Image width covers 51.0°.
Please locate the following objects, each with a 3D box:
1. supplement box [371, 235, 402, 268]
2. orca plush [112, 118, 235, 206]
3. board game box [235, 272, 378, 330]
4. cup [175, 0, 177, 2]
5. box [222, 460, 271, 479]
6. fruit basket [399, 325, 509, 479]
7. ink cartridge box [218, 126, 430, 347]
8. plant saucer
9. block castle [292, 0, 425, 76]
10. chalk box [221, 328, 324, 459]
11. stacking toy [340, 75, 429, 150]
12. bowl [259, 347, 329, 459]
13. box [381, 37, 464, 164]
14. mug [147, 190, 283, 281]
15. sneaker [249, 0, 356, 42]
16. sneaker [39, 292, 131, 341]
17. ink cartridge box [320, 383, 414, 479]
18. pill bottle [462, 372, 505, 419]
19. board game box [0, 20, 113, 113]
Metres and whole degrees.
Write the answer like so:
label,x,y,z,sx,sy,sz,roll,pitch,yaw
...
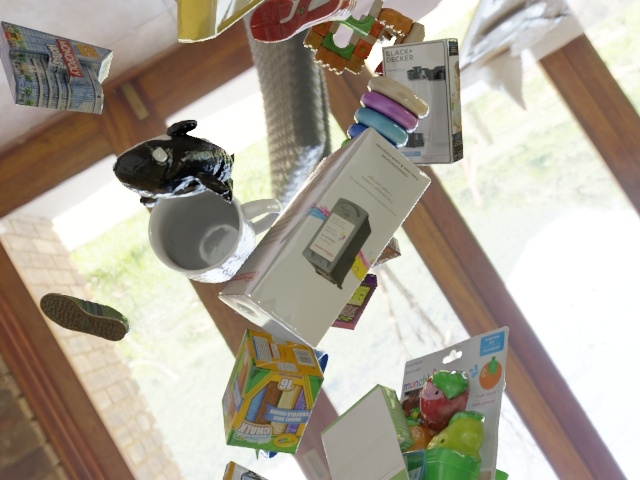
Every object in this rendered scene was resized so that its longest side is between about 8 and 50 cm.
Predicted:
label,x,y,z,sx,sy,sz,roll,pitch,yaw
supplement box,0.165,0.007,2.298,0.130,0.073,0.239,-25,146,25
orca plush,-0.185,-0.084,1.019,0.151,0.102,0.287,-52,164,3
board game box,-0.041,0.145,1.826,0.347,0.056,0.208,11,129,-14
cup,-0.325,-0.766,1.750,0.331,0.237,0.331,-59,-179,2
box,-0.156,0.554,1.486,0.028,0.136,0.081,-42,-157,35
fruit basket,0.214,0.352,1.250,0.166,0.353,0.327,21,151,-22
ink cartridge box,0.000,0.000,1.030,0.306,0.131,0.226,-55,-168,-14
plant saucer,-0.195,-0.641,1.593,0.333,0.081,0.333,-45,171,-25
block castle,0.079,-0.646,2.094,0.212,0.453,0.303,-63,-171,5
chalk box,-0.134,0.395,1.641,0.180,0.179,0.288,-120,-132,-64
stacking toy,0.087,-0.167,1.395,0.330,0.141,0.141,-60,173,5
bowl,-0.098,0.520,2.188,0.391,0.077,0.391,-57,164,-25
box,0.245,-0.329,1.610,0.169,0.289,0.087,4,-164,30
mug,-0.286,-0.027,2.022,0.374,0.276,0.328,-25,166,1
sneaker,-0.026,-0.447,1.350,0.221,0.087,0.128,-5,-174,33
sneaker,-0.497,0.162,1.441,0.086,0.192,0.064,-83,-166,-86
ink cartridge box,0.092,0.398,1.193,0.056,0.235,0.171,28,118,-34
pill bottle,0.371,0.419,1.745,0.229,0.131,0.131,-36,178,-26
board game box,-0.464,-0.311,1.218,0.194,0.194,0.060,-2,133,-36
